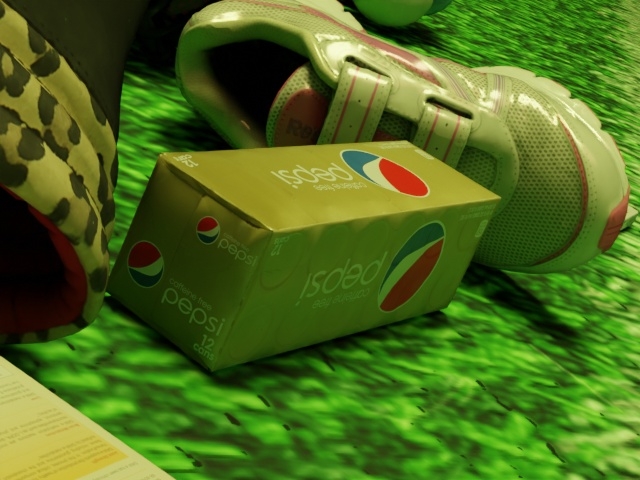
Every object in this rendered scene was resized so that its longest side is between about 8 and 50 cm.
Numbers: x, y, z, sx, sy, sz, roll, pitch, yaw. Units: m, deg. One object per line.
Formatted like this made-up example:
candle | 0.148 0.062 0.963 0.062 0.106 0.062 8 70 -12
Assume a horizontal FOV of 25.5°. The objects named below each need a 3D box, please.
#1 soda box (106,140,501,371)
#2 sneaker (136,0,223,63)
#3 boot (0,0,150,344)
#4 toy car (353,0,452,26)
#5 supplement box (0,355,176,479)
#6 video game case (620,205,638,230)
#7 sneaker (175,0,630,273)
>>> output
soda box | 0.000 0.000 0.573 0.058 0.061 0.181 34 22 25
sneaker | -0.084 -0.170 0.801 0.276 0.098 0.135 12 58 -78
boot | -0.190 -0.151 0.426 0.377 0.138 0.284 31 47 -32
toy car | 0.051 -0.257 1.231 0.182 0.159 0.136 25 -20 13
supplement box | -0.072 0.070 0.344 0.098 0.036 0.062 31 20 21
video game case | 0.146 -0.027 0.889 0.087 0.011 0.122 30 20 19
sneaker | 0.027 -0.050 0.702 0.252 0.103 0.111 25 22 23
